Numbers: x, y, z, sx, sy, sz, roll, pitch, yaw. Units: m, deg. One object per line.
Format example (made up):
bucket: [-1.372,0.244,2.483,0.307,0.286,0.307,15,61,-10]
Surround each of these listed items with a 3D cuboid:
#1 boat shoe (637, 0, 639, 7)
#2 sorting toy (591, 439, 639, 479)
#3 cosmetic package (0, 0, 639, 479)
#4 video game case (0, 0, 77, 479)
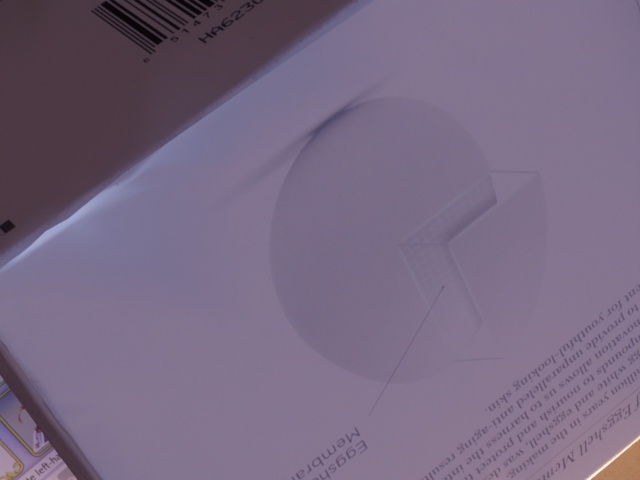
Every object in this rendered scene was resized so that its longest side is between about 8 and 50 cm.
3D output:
boat shoe: [0.198,-0.023,0.743,0.158,0.127,0.340,-29,120,-7]
sorting toy: [0.063,0.157,0.886,0.229,0.041,0.307,24,110,-39]
cosmetic package: [0.000,0.000,0.610,0.224,0.138,0.224,-37,127,-12]
video game case: [-0.122,0.059,0.693,0.269,0.061,0.244,-40,130,-8]
